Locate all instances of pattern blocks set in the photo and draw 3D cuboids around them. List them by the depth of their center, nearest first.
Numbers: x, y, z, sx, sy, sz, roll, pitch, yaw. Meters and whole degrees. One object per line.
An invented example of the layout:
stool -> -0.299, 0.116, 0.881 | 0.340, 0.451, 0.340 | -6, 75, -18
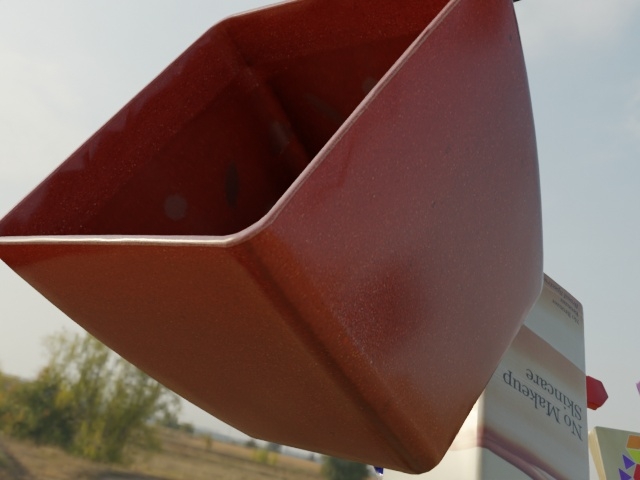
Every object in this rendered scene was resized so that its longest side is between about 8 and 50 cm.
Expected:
pattern blocks set -> 0.405, 0.315, 1.180 | 0.285, 0.325, 0.026 | 19, -40, -15

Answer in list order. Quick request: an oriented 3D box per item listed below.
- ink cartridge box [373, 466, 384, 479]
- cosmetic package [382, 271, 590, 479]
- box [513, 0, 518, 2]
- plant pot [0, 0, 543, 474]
ink cartridge box -> 0.203, 0.362, 1.181 | 0.175, 0.371, 0.069 | -23, -10, -24
cosmetic package -> 0.163, 0.161, 0.912 | 0.153, 0.296, 0.129 | 35, -47, -24
box -> 0.304, -0.345, 0.937 | 0.295, 0.293, 0.073 | -10, -60, 44
plant pot -> 0.000, 0.000, 0.631 | 0.267, 0.267, 0.236 | 0, -49, 45
